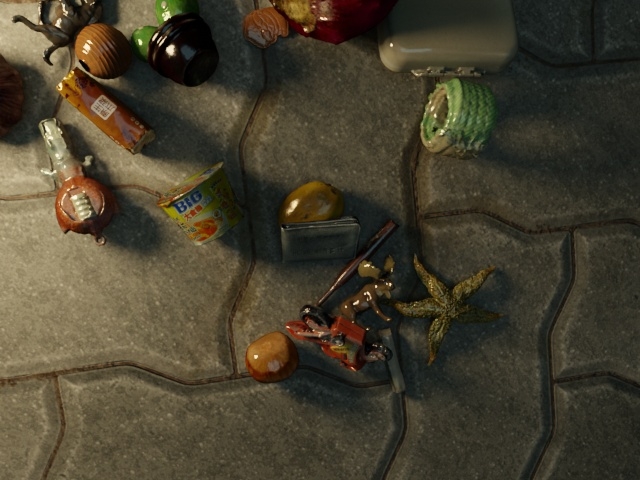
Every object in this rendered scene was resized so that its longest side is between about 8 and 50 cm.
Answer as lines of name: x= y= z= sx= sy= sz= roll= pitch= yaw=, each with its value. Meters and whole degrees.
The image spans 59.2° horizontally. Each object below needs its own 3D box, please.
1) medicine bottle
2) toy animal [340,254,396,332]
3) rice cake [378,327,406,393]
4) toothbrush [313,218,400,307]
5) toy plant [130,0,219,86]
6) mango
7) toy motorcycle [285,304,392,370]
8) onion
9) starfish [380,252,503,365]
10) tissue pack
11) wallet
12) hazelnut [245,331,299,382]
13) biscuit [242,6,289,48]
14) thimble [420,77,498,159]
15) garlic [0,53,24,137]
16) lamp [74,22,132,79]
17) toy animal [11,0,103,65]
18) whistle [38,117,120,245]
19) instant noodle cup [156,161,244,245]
medicine bottle: x=0.340 y=-0.577 z=1.520 sx=0.376 sy=0.123 sz=0.282 roll=-2 pitch=75 yaw=-8
toy animal: x=0.146 y=0.155 z=1.620 sx=0.214 sy=0.094 sz=0.186 roll=-29 pitch=77 yaw=11
rice cake: x=0.215 y=0.362 z=1.693 sx=0.047 sy=0.036 sz=0.206 roll=-20 pitch=100 yaw=-18
toothbrush: x=0.094 y=0.080 z=1.634 sx=0.041 sy=0.041 sz=0.364 roll=43 pitch=91 yaw=-12
toy plant: x=-0.366 y=-0.516 z=1.429 sx=0.218 sy=0.175 sz=0.235 roll=-44 pitch=76 yaw=5
mango: x=-0.028 y=-0.086 z=1.561 sx=0.195 sy=0.098 sz=0.137 roll=-29 pitch=90 yaw=-1
toy motorcycle: x=0.055 y=0.284 z=1.602 sx=0.298 sy=0.171 sz=0.089 roll=30 pitch=55 yaw=-8
onion: x=0.065 y=-0.728 z=1.388 sx=0.420 sy=0.398 sz=0.398 roll=-44 pitch=102 yaw=-24
starfish: x=0.381 y=0.177 z=1.680 sx=0.358 sy=0.078 sz=0.347 roll=-44 pitch=99 yaw=-2
tissue pack: x=-0.528 y=-0.318 z=1.412 sx=0.226 sy=0.183 sz=0.092 roll=43 pitch=88 yaw=-12
wallet: x=0.000 y=0.002 z=1.559 sx=0.222 sy=0.036 sz=0.167 roll=-5 pitch=143 yaw=-8
hazelnut: x=-0.135 y=0.337 z=1.595 sx=0.151 sy=0.150 sz=0.150 roll=-1 pitch=97 yaw=-9
biscuit: x=-0.148 y=-0.576 z=1.521 sx=0.131 sy=0.019 sz=0.102 roll=-23 pitch=99 yaw=-5
thimble: x=0.373 y=-0.326 z=1.536 sx=0.150 sy=0.219 sz=0.218 roll=10 pitch=96 yaw=-13
garlic: x=-0.851 y=-0.361 z=1.367 sx=0.245 sy=0.160 sz=0.244 roll=-4 pitch=106 yaw=-14
lamp: x=-0.545 y=-0.473 z=1.414 sx=0.137 sy=0.136 sz=0.136 roll=-1 pitch=97 yaw=-9
toy animal: x=-0.649 y=-0.561 z=1.413 sx=0.148 sy=0.084 sz=0.232 roll=37 pitch=87 yaw=-13
whistle: x=-0.630 y=-0.146 z=1.452 sx=0.142 sy=0.134 sz=0.345 roll=-22 pitch=92 yaw=3
instant noodle cup: x=-0.307 y=-0.090 z=1.482 sx=0.205 sy=0.205 sz=0.152 roll=-31 pitch=111 yaw=-4
